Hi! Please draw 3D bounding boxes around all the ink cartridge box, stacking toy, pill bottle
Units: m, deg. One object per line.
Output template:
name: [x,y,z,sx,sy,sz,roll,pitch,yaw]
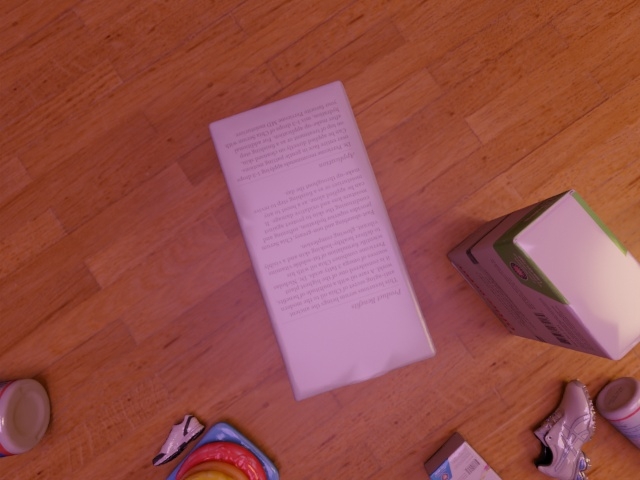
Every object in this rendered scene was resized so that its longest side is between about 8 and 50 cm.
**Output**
ink cartridge box: [0.339,0.055,0.675,0.114,0.273,0.198,-39,86,-4]
stacking toy: [-0.173,0.421,0.641,0.165,0.302,0.175,42,87,4]
pill bottle: [0.567,0.319,0.744,0.160,0.087,0.087,42,88,3]
pill bottle: [-0.606,0.317,0.745,0.221,0.124,0.125,-11,86,1]
ink cartridge box: [0.258,0.418,0.759,0.088,0.052,0.122,-43,85,-2]

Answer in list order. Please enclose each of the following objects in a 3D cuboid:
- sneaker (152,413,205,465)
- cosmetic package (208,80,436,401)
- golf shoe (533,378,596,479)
sneaker: [-0.260,0.359,0.783,0.109,0.040,0.044,-42,70,-6]
cosmetic package: [0.000,0.000,0.738,0.229,0.161,0.454,-18,86,-1]
golf shoe: [0.421,0.329,0.758,0.085,0.069,0.177,7,85,7]
